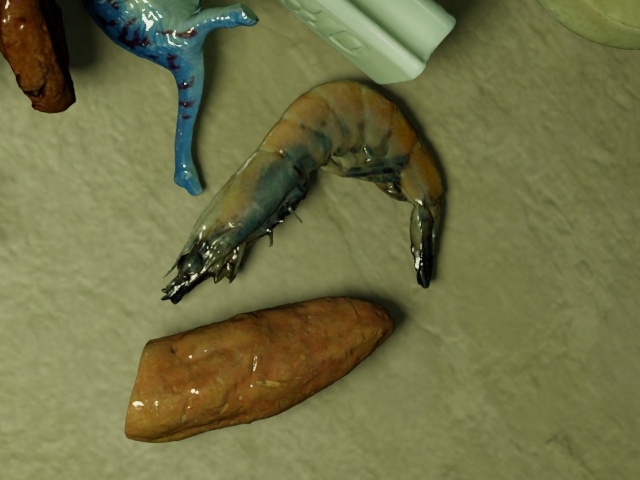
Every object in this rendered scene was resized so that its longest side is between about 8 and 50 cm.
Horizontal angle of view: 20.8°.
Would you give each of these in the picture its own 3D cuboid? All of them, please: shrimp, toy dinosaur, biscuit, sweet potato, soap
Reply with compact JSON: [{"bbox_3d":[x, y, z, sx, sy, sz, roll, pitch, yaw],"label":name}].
[{"bbox_3d":[0.000,0.000,1.475,0.198,0.051,0.262,46,77,-13],"label":"shrimp"},{"bbox_3d":[-0.136,-0.204,1.415,0.144,0.076,0.329,-28,101,20],"label":"toy dinosaur"},{"bbox_3d":[-0.230,-0.190,1.336,0.049,0.192,0.192,-18,96,-3],"label":"biscuit"},{"bbox_3d":[-0.053,0.097,1.443,0.251,0.097,0.097,-20,97,-18],"label":"sweet potato"},{"bbox_3d":[0.006,-0.215,1.433,0.198,0.119,0.066,39,81,-13],"label":"soap"}]

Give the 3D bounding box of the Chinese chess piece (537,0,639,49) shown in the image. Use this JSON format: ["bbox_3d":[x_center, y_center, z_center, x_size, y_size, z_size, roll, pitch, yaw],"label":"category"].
[{"bbox_3d":[0.280,-0.279,1.522,0.237,0.092,0.238,0,90,-15],"label":"Chinese chess piece"}]
